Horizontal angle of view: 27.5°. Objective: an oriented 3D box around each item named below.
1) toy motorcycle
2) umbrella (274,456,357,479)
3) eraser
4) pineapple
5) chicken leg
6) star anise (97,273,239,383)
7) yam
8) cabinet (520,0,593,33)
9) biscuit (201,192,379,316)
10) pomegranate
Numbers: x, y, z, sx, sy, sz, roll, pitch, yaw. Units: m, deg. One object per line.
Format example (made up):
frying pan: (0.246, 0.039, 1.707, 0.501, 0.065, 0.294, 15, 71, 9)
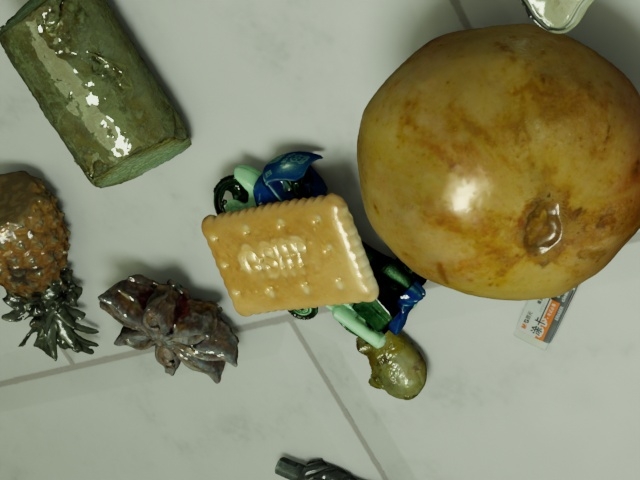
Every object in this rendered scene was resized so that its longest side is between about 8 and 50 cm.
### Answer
toy motorcycle: (0.000, 0.000, 1.805, 0.331, 0.125, 0.196, 41, 134, 4)
umbrella: (0.035, 0.400, 2.114, 0.235, 0.059, 0.066, 20, 107, 19)
eraser: (0.302, 0.090, 1.748, 0.052, 0.029, 0.122, 27, 131, 12)
pineapple: (-0.454, 0.057, 2.104, 0.169, 0.169, 0.340, 6, 136, 27)
chicken leg: (0.084, 0.155, 1.900, 0.093, 0.070, 0.178, -35, 93, 24)
star anise: (-0.232, 0.122, 2.036, 0.236, 0.109, 0.223, 29, 157, -9)
yam: (-0.311, -0.213, 1.805, 0.168, 0.168, 0.304, -18, 110, 38)
cabinet: (0.281, -0.407, 1.205, 0.227, 0.318, 0.290, 45, 132, -3)
biscuit: (-0.046, 0.024, 1.755, 0.249, 0.030, 0.160, -8, 111, 38)
pomegranate: (0.209, -0.095, 1.503, 0.338, 0.338, 0.338, 16, 129, 20)
